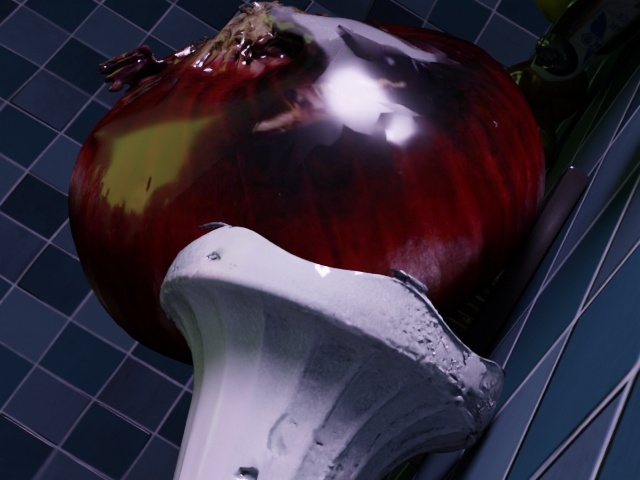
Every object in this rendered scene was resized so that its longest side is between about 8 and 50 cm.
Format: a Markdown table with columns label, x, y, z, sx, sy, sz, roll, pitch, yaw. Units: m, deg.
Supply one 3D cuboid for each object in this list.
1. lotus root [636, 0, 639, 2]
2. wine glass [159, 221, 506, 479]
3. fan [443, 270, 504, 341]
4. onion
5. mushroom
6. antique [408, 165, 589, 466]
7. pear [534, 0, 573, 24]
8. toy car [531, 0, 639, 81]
| label | x | y | z | sx | sy | sz | roll | pitch | yaw |
| --- | --- | --- | --- | --- | --- | --- | --- | --- | --- |
| lotus root | 0.200 | -0.192 | 0.635 | 0.170 | 0.074 | 0.261 | -54 | -4 | -41 |
| wine glass | -0.025 | 0.112 | 0.688 | 0.165 | 0.165 | 0.196 | 117 | 177 | -68 |
| fan | 0.092 | 0.036 | 1.032 | 0.082 | 0.039 | 0.155 | -60 | -2 | 10 |
| onion | 0.000 | 0.000 | 0.911 | 0.273 | 0.285 | 0.273 | -15 | 12 | 3 |
| mushroom | 0.168 | -0.103 | 1.254 | 0.088 | 0.073 | 0.129 | -21 | 22 | 28 |
| antique | 0.098 | 0.043 | 0.908 | 0.192 | 0.015 | 0.031 | -58 | -1 | -4 |
| pear | 0.231 | -0.219 | 1.364 | 0.097 | 0.092 | 0.092 | -35 | 17 | 47 |
| toy car | 0.215 | -0.181 | 1.131 | 0.095 | 0.056 | 0.205 | -58 | 3 | -33 |
